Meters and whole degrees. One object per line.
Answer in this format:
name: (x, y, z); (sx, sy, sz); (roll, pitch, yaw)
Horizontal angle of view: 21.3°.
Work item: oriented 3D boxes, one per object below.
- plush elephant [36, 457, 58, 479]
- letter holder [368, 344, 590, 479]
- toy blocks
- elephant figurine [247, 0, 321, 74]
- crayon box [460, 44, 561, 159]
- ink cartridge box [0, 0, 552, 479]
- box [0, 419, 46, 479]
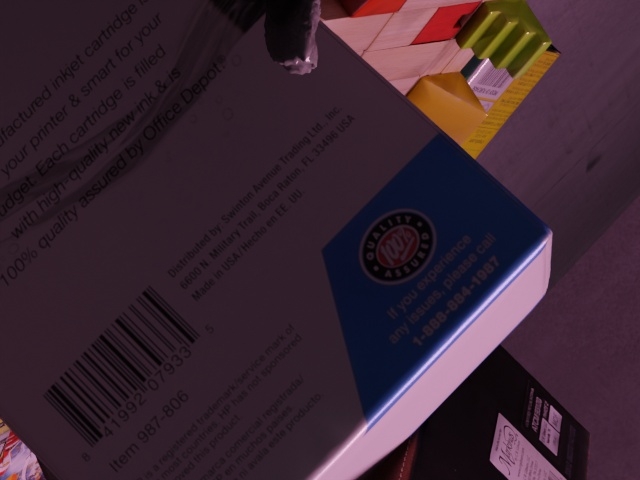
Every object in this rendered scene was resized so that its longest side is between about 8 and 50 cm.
plush elephant: (-0.101, 0.052, 1.245); (0.255, 0.330, 0.272); (-25, -167, 1)
letter holder: (0.045, 0.218, 1.135); (0.214, 0.152, 0.302); (-40, -167, 26)
toy blocks: (0.023, -0.188, 1.350); (0.261, 0.191, 0.381); (-13, 154, -40)
elephant figurine: (-0.025, -0.231, 0.795); (0.239, 0.186, 0.169); (-45, -154, 56)
crayon box: (0.106, -0.110, 1.841); (0.318, 0.081, 0.202); (-52, 162, 16)
ink cartridge box: (-0.100, -0.018, 1.023); (0.285, 0.395, 0.166); (-45, 166, -4)
box: (-0.264, 0.176, 1.447); (0.233, 0.044, 0.159); (-27, 146, -61)
